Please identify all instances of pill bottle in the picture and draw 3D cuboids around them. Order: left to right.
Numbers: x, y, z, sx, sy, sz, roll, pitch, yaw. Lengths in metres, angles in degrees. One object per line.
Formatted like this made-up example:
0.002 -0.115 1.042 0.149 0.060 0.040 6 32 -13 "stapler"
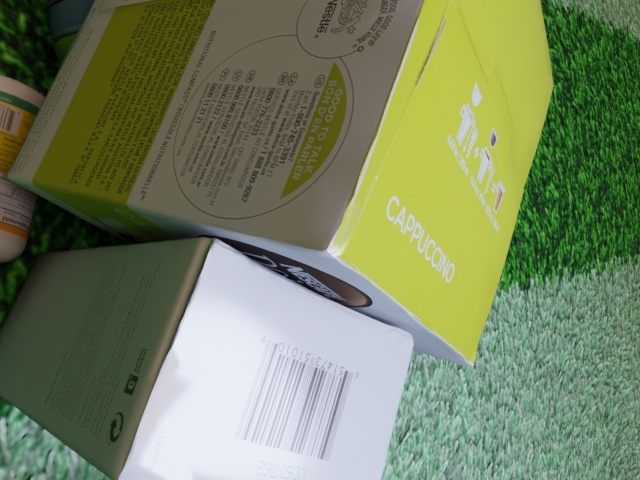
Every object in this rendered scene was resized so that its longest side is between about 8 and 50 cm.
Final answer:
-0.335 -0.046 0.553 0.118 0.118 0.208 17 73 -38 "pill bottle"

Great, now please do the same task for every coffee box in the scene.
0.002 -0.111 0.558 0.338 0.335 0.337 40 67 -56 "coffee box"

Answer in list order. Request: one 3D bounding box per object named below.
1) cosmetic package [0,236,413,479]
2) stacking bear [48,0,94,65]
-0.137 0.111 0.528 0.217 0.385 0.156 30 70 -37 "cosmetic package"
-0.208 -0.193 0.661 0.164 0.175 0.288 -15 104 -22 "stacking bear"
